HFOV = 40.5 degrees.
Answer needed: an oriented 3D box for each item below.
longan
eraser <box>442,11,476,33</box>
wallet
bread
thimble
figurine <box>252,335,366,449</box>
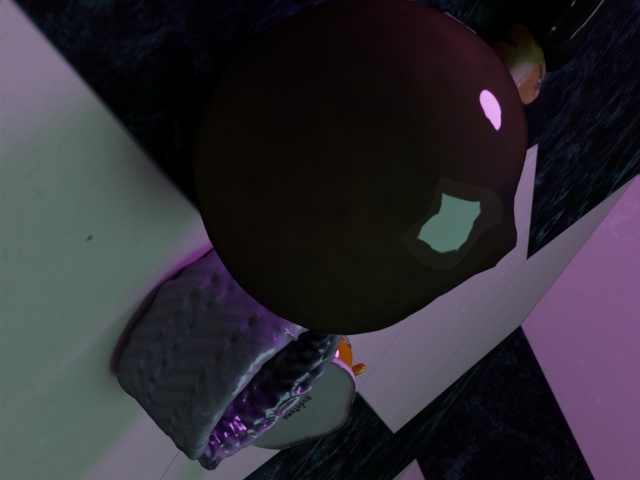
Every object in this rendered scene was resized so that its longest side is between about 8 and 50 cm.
[{"bbox_3d":[0.036,-0.064,0.764,0.319,0.319,0.319,-40,157,-21],"label":"longan"},{"bbox_3d":[0.110,-0.161,1.060,0.210,0.068,0.124,-50,158,-1],"label":"eraser"},{"bbox_3d":[0.387,-0.336,1.238,0.197,0.051,0.377,-54,172,13],"label":"wallet"},{"bbox_3d":[0.221,-0.197,1.195,0.225,0.081,0.134,-42,152,-13],"label":"bread"},{"bbox_3d":[-0.104,0.126,1.007,0.245,0.157,0.217,-48,156,-5],"label":"thimble"},{"bbox_3d":[-0.035,0.221,1.406,0.250,0.166,0.141,-33,-153,29],"label":"figurine"}]
